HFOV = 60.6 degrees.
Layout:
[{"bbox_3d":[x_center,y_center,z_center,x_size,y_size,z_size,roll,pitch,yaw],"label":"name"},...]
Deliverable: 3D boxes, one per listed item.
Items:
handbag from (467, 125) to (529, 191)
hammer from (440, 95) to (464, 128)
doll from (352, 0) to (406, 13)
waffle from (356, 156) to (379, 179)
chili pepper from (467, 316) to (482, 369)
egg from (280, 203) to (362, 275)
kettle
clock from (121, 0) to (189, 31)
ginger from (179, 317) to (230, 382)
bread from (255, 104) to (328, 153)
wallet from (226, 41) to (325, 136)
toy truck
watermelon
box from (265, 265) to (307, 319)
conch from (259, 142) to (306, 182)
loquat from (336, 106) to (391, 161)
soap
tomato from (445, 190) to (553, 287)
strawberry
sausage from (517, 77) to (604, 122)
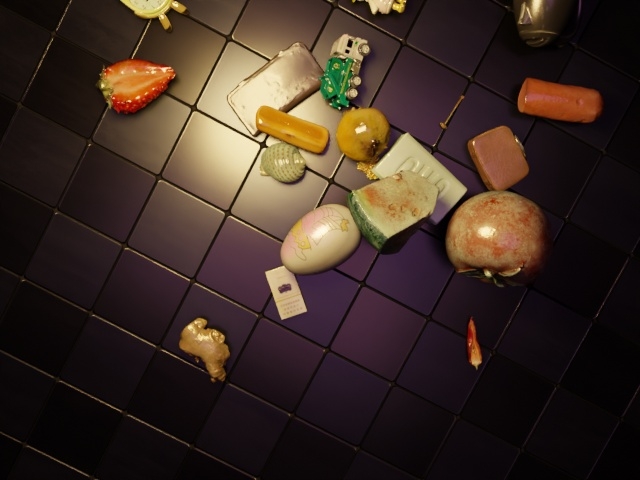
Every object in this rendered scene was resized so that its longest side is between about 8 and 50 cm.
[{"bbox_3d":[0.575,-0.263,1.754,0.151,0.072,0.193,-26,92,1],"label":"handbag"},{"bbox_3d":[0.428,-0.417,1.771,0.029,0.014,0.123,33,90,-12],"label":"hammer"},{"bbox_3d":[0.169,-0.768,1.709,0.207,0.081,0.129,19,75,0],"label":"doll"},{"bbox_3d":[0.164,-0.238,1.776,0.078,0.016,0.085,-36,96,2],"label":"waffle"},{"bbox_3d":[0.505,0.340,1.816,0.045,0.027,0.178,-9,94,-4],"label":"chili pepper"},{"bbox_3d":[0.000,0.000,1.702,0.271,0.196,0.196,-21,94,-3],"label":"egg"},{"bbox_3d":[0.713,-0.739,1.675,0.268,0.207,0.291,-2,101,-28],"label":"kettle"},{"bbox_3d":[-0.527,-0.767,1.705,0.170,0.069,0.232,-44,95,2],"label":"clock"},{"bbox_3d":[-0.362,0.357,1.782,0.137,0.074,0.213,-42,90,11],"label":"ginger"},{"bbox_3d":[-0.093,-0.347,1.717,0.239,0.074,0.093,19,70,-14],"label":"bread"},{"bbox_3d":[-0.140,-0.483,1.743,0.309,0.042,0.165,-37,95,3],"label":"wallet"},{"bbox_3d":[0.066,-0.526,1.696,0.116,0.110,0.216,16,92,-20],"label":"toy truck"},{"bbox_3d":[0.226,-0.099,1.607,0.258,0.387,0.228,-30,83,13],"label":"watermelon"},{"bbox_3d":[-0.113,0.168,1.796,0.090,0.024,0.167,-18,94,0],"label":"box"},{"bbox_3d":[-0.120,-0.252,1.733,0.153,0.102,0.135,2,79,-1],"label":"conch"},{"bbox_3d":[0.127,-0.340,1.708,0.172,0.149,0.205,-47,59,23],"label":"loquat"},{"bbox_3d":[0.312,-0.194,1.738,0.265,0.087,0.160,42,92,-7],"label":"soap"},{"bbox_3d":[0.537,0.002,1.653,0.316,0.317,0.283,20,75,-2],"label":"tomato"},{"bbox_3d":[-0.574,-0.494,1.713,0.228,0.098,0.174,-32,78,-10],"label":"strawberry"},{"bbox_3d":[0.761,-0.436,1.727,0.259,0.113,0.114,11,94,0],"label":"sausage"}]
